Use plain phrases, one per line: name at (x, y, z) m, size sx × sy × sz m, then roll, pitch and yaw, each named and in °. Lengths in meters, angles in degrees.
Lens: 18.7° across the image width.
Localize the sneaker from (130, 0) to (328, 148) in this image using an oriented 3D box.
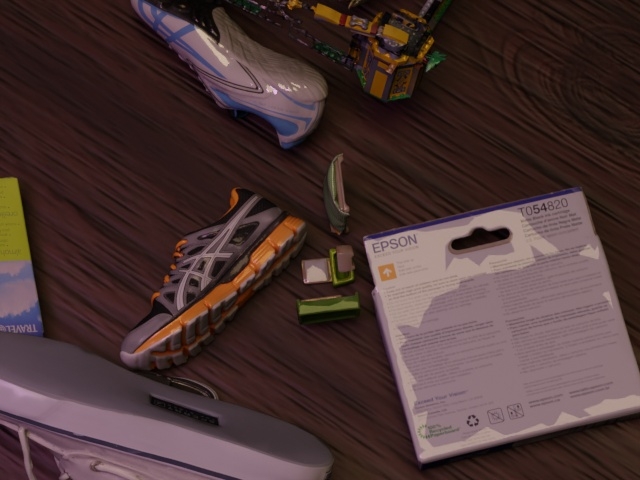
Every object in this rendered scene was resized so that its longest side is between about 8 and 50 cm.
sneaker at (-0.097, -0.172, 1.867) m, size 0.237 × 0.085 × 0.086 m, roll 37°, pitch 120°, yaw 20°

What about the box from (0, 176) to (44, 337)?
box at (-0.323, 0.030, 1.803) m, size 0.109 × 0.042 × 0.178 m, roll -3°, pitch 71°, yaw -30°

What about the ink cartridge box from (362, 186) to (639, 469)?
ink cartridge box at (0.169, 0.080, 1.803) m, size 0.223 × 0.045 × 0.224 m, roll -12°, pitch 73°, yaw -4°

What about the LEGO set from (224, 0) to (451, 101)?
LEGO set at (0.019, -0.309, 1.817) m, size 0.331 × 0.192 × 0.255 m, roll 36°, pitch 60°, yaw 13°

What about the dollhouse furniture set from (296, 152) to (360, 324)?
dollhouse furniture set at (0.000, 0.000, 1.813) m, size 0.058 × 0.076 × 0.152 m, roll -6°, pitch 74°, yaw -2°

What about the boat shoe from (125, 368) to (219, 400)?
boat shoe at (-0.164, 0.143, 1.790) m, size 0.142 × 0.040 × 0.049 m, roll 7°, pitch 74°, yaw 3°

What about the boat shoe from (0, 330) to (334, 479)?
boat shoe at (-0.183, 0.200, 1.725) m, size 0.367 × 0.136 × 0.156 m, roll 18°, pitch 105°, yaw -10°

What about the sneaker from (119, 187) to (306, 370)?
sneaker at (-0.111, 0.037, 1.804) m, size 0.083 × 0.084 × 0.215 m, roll 42°, pitch 69°, yaw 14°
